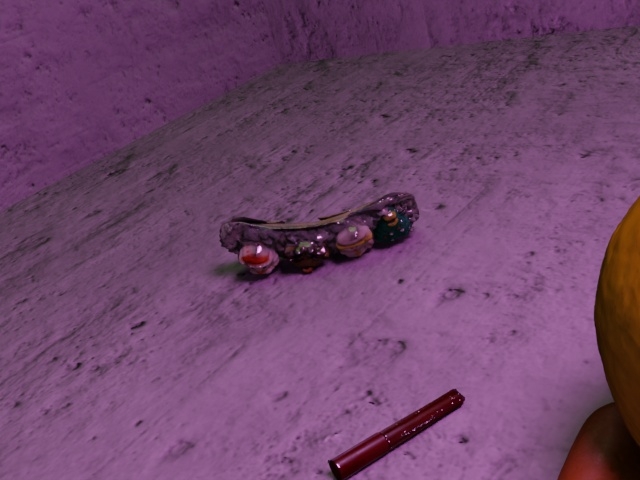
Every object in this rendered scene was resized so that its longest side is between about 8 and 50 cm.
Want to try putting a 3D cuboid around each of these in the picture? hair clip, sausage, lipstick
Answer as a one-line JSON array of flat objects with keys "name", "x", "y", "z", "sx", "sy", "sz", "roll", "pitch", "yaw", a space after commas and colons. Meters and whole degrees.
[{"name": "hair clip", "x": 0.001, "y": 0.001, "z": 1.409, "sx": 0.321, "sy": 0.138, "sz": 0.091, "roll": -11, "pitch": 67, "yaw": 11}, {"name": "sausage", "x": 0.251, "y": 0.212, "z": 0.772, "sx": 0.076, "sy": 0.076, "sz": 0.197, "roll": 0, "pitch": 26, "yaw": 33}, {"name": "lipstick", "x": 0.088, "y": 0.209, "z": 0.952, "sx": 0.176, "sy": 0.027, "sz": 0.027, "roll": -24, "pitch": 24, "yaw": -25}]

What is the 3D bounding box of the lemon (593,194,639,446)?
[{"name": "lemon", "x": 0.382, "y": 0.070, "z": 0.683, "sx": 0.348, "sy": 0.348, "sz": 0.348, "roll": -13, "pitch": 23, "yaw": 6}]
